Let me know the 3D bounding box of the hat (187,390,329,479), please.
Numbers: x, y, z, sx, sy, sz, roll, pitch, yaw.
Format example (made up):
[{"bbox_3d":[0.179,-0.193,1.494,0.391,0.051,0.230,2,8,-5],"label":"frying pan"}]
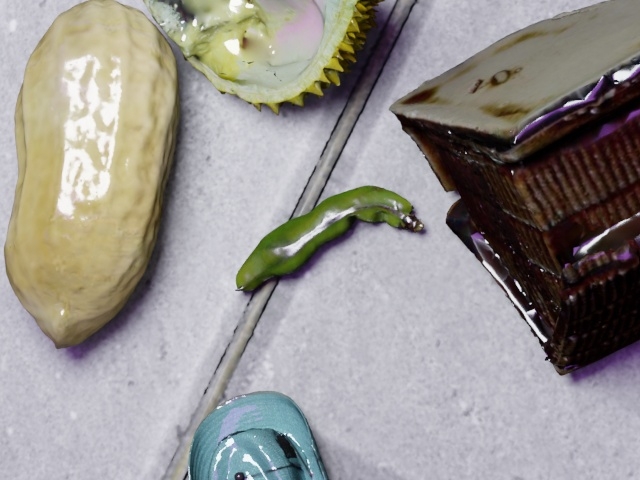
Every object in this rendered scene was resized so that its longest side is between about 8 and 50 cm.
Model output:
[{"bbox_3d":[-0.061,0.232,1.424,0.138,0.078,0.191,-20,74,12],"label":"hat"}]

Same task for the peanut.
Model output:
[{"bbox_3d":[-0.227,-0.067,1.480,0.174,0.158,0.340,-5,73,38],"label":"peanut"}]

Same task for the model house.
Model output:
[{"bbox_3d":[0.272,-0.055,1.349,0.317,0.297,0.282,-30,109,4],"label":"model house"}]

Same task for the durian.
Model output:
[{"bbox_3d":[-0.069,-0.233,1.479,0.306,0.166,0.172,36,87,30],"label":"durian"}]

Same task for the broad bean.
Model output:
[{"bbox_3d":[0.000,-0.008,1.476,0.195,0.046,0.061,-19,72,9],"label":"broad bean"}]
